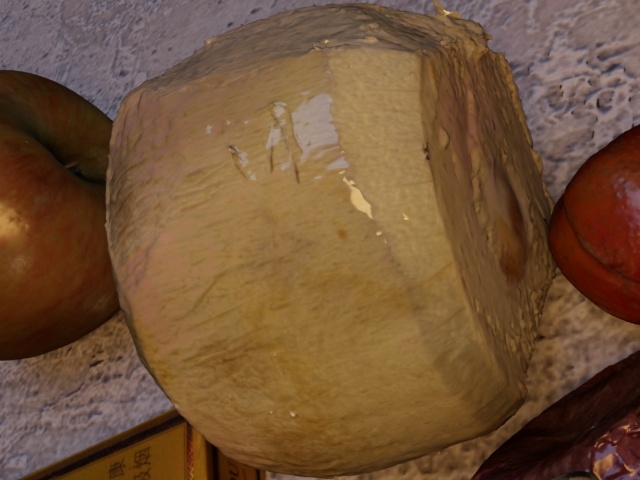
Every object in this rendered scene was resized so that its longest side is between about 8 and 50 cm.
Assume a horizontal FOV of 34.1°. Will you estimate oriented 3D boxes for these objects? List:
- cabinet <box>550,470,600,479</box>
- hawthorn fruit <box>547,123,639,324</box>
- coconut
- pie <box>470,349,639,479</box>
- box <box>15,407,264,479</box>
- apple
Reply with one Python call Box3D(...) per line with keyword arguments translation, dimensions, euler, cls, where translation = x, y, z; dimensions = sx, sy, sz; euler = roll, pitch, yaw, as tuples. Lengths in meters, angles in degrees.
Box3D(translation=(0.153, 0.310, 0.367), dimensions=(0.290, 0.227, 0.318), euler=(-51, 44, -5), cls="cabinet")
Box3D(translation=(0.204, -0.011, 0.636), dimensions=(0.128, 0.128, 0.128), euler=(-21, 50, 26), cls="hawthorn fruit")
Box3D(translation=(0.000, 0.000, 0.661), dimensions=(0.254, 0.297, 0.297), euler=(-12, 54, 28), cls="coconut")
Box3D(translation=(0.156, 0.109, 0.564), dimensions=(0.182, 0.182, 0.050), euler=(-37, 86, 12), cls="pie")
Box3D(translation=(-0.178, 0.263, 0.767), dimensions=(0.301, 0.084, 0.193), euler=(-26, 47, 22), cls="box")
Box3D(translation=(-0.287, -0.014, 0.934), dimensions=(0.264, 0.264, 0.264), euler=(-21, 50, 26), cls="apple")
